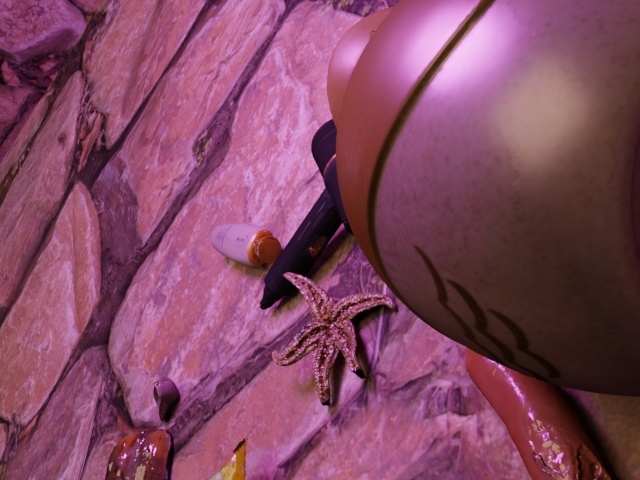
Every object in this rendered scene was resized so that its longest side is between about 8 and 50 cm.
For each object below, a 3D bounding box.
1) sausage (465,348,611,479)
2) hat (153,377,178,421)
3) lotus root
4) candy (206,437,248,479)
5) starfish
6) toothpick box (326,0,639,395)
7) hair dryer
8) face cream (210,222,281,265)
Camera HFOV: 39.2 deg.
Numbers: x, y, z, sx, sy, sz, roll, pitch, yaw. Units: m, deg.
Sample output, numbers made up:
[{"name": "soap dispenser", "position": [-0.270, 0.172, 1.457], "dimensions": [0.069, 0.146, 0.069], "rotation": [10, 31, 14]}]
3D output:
[{"name": "sausage", "position": [0.236, 0.221, 0.908], "dimensions": [0.087, 0.079, 0.327], "rotation": [-40, 42, 18]}, {"name": "hat", "position": [-0.278, 0.285, 1.629], "dimensions": [0.058, 0.042, 0.087], "rotation": [-124, 29, -55]}, {"name": "lotus root", "position": [-0.340, 0.484, 1.557], "dimensions": [0.167, 0.078, 0.330], "rotation": [-31, 48, 44]}, {"name": "candy", "position": [-0.175, 0.441, 1.354], "dimensions": [0.297, 0.081, 0.187], "rotation": [-50, 36, 43]}, {"name": "starfish", "position": [0.013, 0.122, 1.299], "dimensions": [0.213, 0.057, 0.238], "rotation": [-42, 47, 17]}, {"name": "toothpick box", "position": [0.222, -0.084, 0.817], "dimensions": [0.425, 0.408, 0.409], "rotation": [19, 86, 62]}, {"name": "hair dryer", "position": [0.000, 0.000, 1.370], "dimensions": [0.352, 0.107, 0.189], "rotation": [-57, 36, 29]}, {"name": "face cream", "position": [-0.134, 0.005, 1.572], "dimensions": [0.182, 0.051, 0.072], "rotation": [14, 79, 55]}]
